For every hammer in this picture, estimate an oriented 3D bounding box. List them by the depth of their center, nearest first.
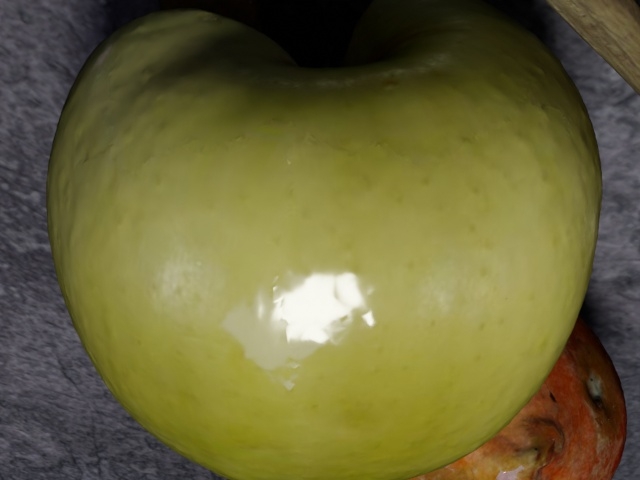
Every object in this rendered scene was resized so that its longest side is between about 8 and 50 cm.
[{"bbox_3d":[0.186,-0.086,0.590,0.111,0.043,0.365,-4,154,44],"label":"hammer"}]

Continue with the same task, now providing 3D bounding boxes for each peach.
[{"bbox_3d":[0.111,0.131,0.793,0.232,0.232,0.257,26,178,-18],"label":"peach"}]

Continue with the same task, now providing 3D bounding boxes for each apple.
[{"bbox_3d":[0.014,0.009,0.590,0.295,0.233,0.257,-11,125,-22],"label":"apple"}]

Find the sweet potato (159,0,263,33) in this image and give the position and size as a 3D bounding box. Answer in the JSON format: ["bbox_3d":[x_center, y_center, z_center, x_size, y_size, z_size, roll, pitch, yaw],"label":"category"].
[{"bbox_3d":[-0.068,-0.062,0.715,0.109,0.109,0.385,11,131,1],"label":"sweet potato"}]
